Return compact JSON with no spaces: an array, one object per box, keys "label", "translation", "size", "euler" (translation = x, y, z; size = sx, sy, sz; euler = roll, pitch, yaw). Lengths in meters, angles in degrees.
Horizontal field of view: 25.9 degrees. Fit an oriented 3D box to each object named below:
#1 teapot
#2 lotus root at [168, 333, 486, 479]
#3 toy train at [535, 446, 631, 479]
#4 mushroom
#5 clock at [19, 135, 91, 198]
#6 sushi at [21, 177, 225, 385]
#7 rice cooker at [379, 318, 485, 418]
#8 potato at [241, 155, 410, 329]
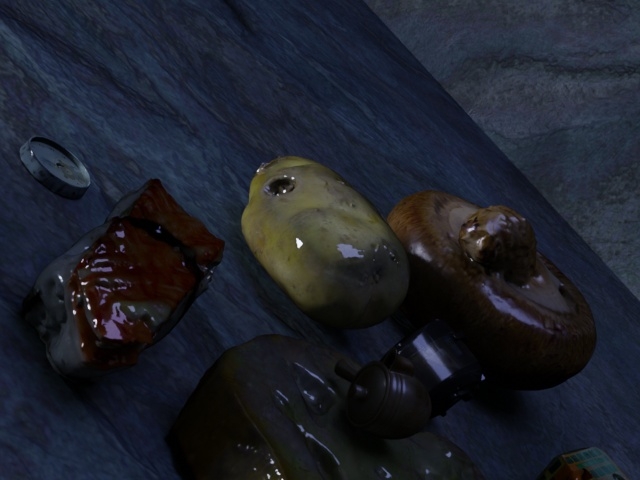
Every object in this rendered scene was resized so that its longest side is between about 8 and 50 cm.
[{"label":"teapot","translation":[0.056,0.134,1.301],"size":[0.080,0.085,0.110],"euler":[24,8,-29]},{"label":"lotus root","translation":[0.038,0.252,1.277],"size":[0.390,0.111,0.375],"euler":[39,21,-10]},{"label":"toy train","translation":[0.346,0.328,1.811],"size":[0.099,0.072,0.188],"euler":[43,17,23]},{"label":"mushroom","translation":[0.233,0.066,1.981],"size":[0.345,0.239,0.345],"euler":[50,25,-34]},{"label":"clock","translation":[-0.284,-0.079,1.492],"size":[0.085,0.017,0.085],"euler":[38,18,-15]},{"label":"sushi","translation":[-0.180,0.037,1.289],"size":[0.124,0.130,0.332],"euler":[46,23,-5]},{"label":"rice cooker","translation":[0.127,0.158,1.664],"size":[0.106,0.112,0.165],"euler":[55,23,19]},{"label":"potato","translation":[0.000,0.000,1.721],"size":[0.192,0.141,0.296],"euler":[10,34,-31]}]
